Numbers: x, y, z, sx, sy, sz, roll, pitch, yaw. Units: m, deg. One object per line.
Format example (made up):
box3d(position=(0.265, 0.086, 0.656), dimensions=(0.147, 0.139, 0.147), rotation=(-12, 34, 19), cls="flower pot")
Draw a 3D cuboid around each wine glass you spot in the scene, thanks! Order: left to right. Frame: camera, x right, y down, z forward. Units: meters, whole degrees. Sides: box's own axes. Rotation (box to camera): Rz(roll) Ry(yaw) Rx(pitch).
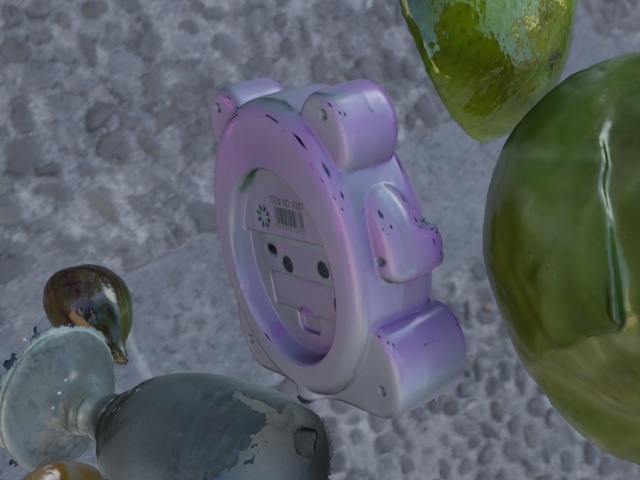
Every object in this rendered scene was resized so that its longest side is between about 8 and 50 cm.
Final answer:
box3d(position=(-0.162, 0.209, 1.086), dimensions=(0.190, 0.356, 0.191), rotation=(-26, 124, -47), cls="wine glass")

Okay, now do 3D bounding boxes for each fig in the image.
box3d(position=(-0.295, 0.102, 1.374), dimensions=(0.109, 0.103, 0.155), rotation=(-28, 65, -2), cls="fig")

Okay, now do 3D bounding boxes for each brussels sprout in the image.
box3d(position=(0.268, 0.016, 0.767), dimensions=(0.327, 0.247, 0.328), rotation=(5, 76, -21), cls="brussels sprout")

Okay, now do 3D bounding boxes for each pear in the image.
box3d(position=(0.137, -0.238, 0.930), dimensions=(0.239, 0.139, 0.288), rotation=(-17, 90, -61), cls="pear")

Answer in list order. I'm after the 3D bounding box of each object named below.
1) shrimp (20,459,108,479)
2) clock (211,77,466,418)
box3d(position=(-0.178, 0.263, 0.698), dimensions=(0.133, 0.053, 0.236), rotation=(11, 82, -66), cls="shrimp")
box3d(position=(0.000, 0.000, 0.812), dimensions=(0.090, 0.227, 0.248), rotation=(-21, 109, -32), cls="clock")
